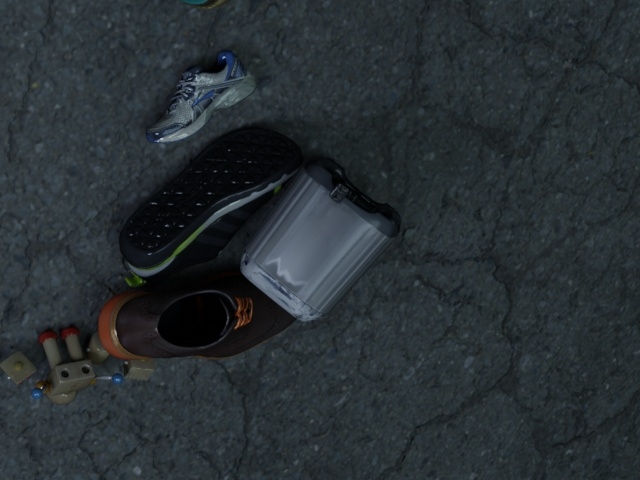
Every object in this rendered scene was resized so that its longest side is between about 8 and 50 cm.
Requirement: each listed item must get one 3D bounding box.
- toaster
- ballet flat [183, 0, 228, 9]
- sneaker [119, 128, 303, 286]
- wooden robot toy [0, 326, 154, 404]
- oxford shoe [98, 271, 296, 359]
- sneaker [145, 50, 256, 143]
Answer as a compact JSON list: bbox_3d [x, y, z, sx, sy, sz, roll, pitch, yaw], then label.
[{"bbox_3d":[0.000,0.000,1.685,0.129,0.227,0.146,38,97,0],"label":"toaster"},{"bbox_3d":[-0.088,-0.391,1.473,0.123,0.123,0.348,-13,129,-28],"label":"ballet flat"},{"bbox_3d":[-0.122,-0.034,1.685,0.234,0.084,0.097,-34,151,-13],"label":"sneaker"},{"bbox_3d":[-0.272,0.143,1.683,0.173,0.076,0.079,-8,152,-30],"label":"wooden robot toy"},{"bbox_3d":[-0.108,0.088,1.696,0.271,0.098,0.097,-10,95,-44],"label":"oxford shoe"},{"bbox_3d":[-0.135,-0.153,1.624,0.135,0.052,0.058,-38,118,-20],"label":"sneaker"}]
